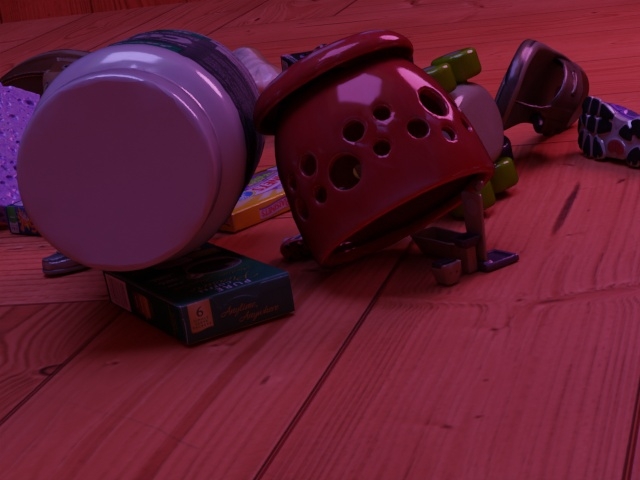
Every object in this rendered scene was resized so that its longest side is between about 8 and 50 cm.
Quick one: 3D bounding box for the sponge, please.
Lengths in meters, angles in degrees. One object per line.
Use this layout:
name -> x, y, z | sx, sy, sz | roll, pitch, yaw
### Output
sponge -> -0.409, -0.116, 1.899 | 0.117, 0.031, 0.210 | 18, 43, -21

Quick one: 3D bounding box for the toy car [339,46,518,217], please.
toy car -> 0.091, -0.100, 1.667 | 0.188, 0.155, 0.149 | -14, 11, 29

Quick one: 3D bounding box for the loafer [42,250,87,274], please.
loafer -> -0.240, 0.002, 1.653 | 0.125, 0.039, 0.045 | -18, 19, -30

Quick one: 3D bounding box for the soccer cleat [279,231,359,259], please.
soccer cleat -> 0.000, 0.000, 1.557 | 0.083, 0.029, 0.035 | -13, 20, 3

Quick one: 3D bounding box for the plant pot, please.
plant pot -> 0.045, -0.093, 1.468 | 0.191, 0.174, 0.191 | -25, -10, -5

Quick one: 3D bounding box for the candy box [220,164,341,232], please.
candy box -> -0.063, -0.054, 1.780 | 0.105, 0.027, 0.206 | 11, 25, 41

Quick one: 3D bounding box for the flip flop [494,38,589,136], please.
flip flop -> 0.270, -0.164, 1.815 | 0.080, 0.112, 0.277 | 29, 13, 24

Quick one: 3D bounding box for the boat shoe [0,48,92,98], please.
boat shoe -> -0.361, -0.220, 2.351 | 0.324, 0.123, 0.120 | -2, 20, 24

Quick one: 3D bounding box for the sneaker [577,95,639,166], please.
sneaker -> 0.349, -0.116, 1.748 | 0.071, 0.068, 0.170 | 0, 19, -29

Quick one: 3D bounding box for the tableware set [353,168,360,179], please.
tableware set -> 0.089, -0.100, 1.792 | 0.104, 0.024, 0.154 | -7, 32, 21

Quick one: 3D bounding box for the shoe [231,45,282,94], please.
shoe -> -0.116, -0.256, 2.418 | 0.058, 0.077, 0.219 | -9, 17, -20

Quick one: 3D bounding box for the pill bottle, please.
pill bottle -> -0.164, -0.090, 1.485 | 0.204, 0.204, 0.361 | -8, 11, 4

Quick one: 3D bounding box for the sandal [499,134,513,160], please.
sandal -> 0.145, -0.118, 1.869 | 0.097, 0.054, 0.254 | -19, 27, -11

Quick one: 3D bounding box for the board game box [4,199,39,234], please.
board game box -> -0.253, -0.050, 1.850 | 0.136, 0.035, 0.201 | 5, 21, 40

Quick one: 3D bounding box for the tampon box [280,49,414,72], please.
tampon box -> 0.040, -0.209, 2.126 | 0.161, 0.101, 0.120 | -11, 17, -11

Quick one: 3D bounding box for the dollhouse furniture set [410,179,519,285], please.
dollhouse furniture set -> 0.111, -0.016, 1.455 | 0.091, 0.081, 0.114 | -19, 19, -32

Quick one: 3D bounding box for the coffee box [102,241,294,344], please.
coffee box -> -0.115, 0.045, 1.437 | 0.113, 0.040, 0.184 | -17, 17, -28
